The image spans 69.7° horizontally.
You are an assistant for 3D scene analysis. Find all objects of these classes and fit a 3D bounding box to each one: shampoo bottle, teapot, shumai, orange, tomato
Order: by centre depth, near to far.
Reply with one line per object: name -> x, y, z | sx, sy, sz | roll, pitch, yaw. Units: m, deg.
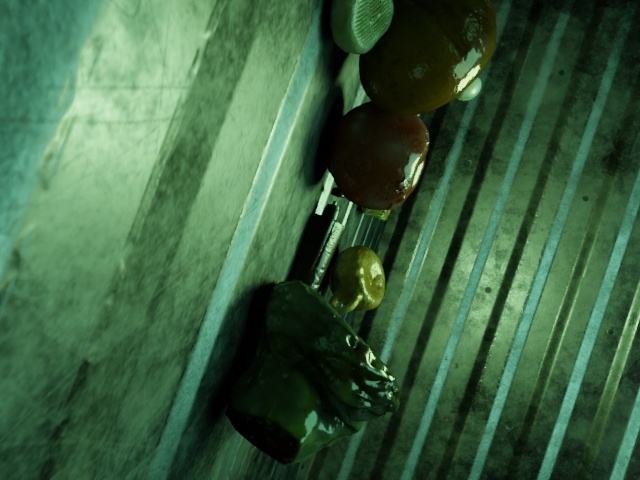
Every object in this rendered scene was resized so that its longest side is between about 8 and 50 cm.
orange -> 0.169, -0.322, 0.759 | 0.171, 0.240, 0.240 | 49, 52, -32
shumai -> -0.037, 0.253, 0.829 | 0.263, 0.309, 0.304 | -43, 172, -11
tomato -> 0.106, -0.165, 0.894 | 0.208, 0.184, 0.208 | -57, 164, -27
shampoo bottle -> 0.002, 0.001, 0.977 | 0.236, 0.067, 0.068 | -70, 160, -6
teapot -> 0.092, 0.130, 1.443 | 0.203, 0.167, 0.311 | 64, 33, -24

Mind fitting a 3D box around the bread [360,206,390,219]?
bread -> 0.212, -0.146, 1.661 | 0.241, 0.107, 0.136 | -13, 124, -77

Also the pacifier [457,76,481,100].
pacifier -> 0.392, -0.556, 1.580 | 0.220, 0.273, 0.332 | -38, -170, 32

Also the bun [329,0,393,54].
bun -> 0.051, -0.327, 0.653 | 0.115, 0.069, 0.115 | -36, 142, -36

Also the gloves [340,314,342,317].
gloves -> 0.010, 0.264, 1.357 | 0.142, 0.119, 0.285 | -58, 153, -8
